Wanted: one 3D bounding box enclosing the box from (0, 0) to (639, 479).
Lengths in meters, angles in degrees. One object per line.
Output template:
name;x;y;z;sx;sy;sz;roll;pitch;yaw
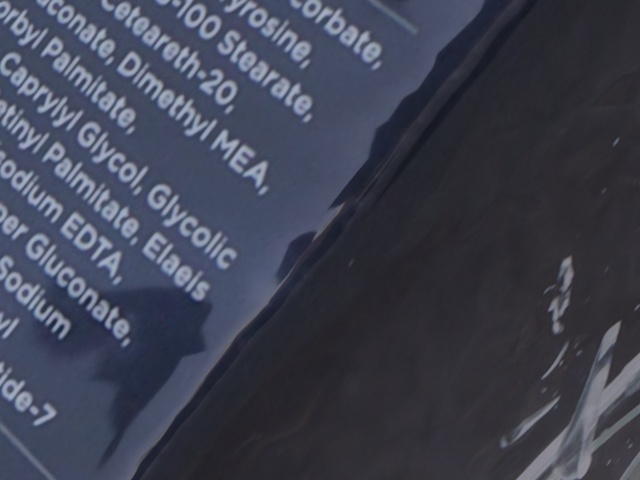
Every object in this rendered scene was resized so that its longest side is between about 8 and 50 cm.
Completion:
box;0.000;0.000;0.729;0.297;0.472;0.480;39;-177;30
